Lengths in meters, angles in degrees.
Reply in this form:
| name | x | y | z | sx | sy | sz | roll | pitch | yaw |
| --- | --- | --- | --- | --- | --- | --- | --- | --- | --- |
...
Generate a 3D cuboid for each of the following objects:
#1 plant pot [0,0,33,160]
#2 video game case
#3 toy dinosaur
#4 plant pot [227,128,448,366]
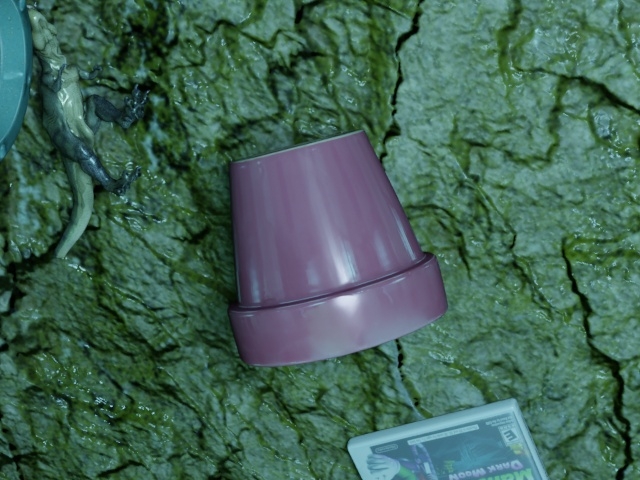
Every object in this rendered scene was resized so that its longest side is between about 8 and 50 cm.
| name | x | y | z | sx | sy | sz | roll | pitch | yaw |
| --- | --- | --- | --- | --- | --- | --- | --- | --- | --- |
| plant pot | -0.371 | -0.157 | 1.004 | 0.196 | 0.293 | 0.293 | 7 | 116 | 8 |
| video game case | 0.147 | 0.264 | 1.236 | 0.190 | 0.022 | 0.173 | -18 | 110 | 20 |
| toy dinosaur | -0.226 | -0.100 | 1.126 | 0.118 | 0.064 | 0.268 | 10 | 117 | 27 |
| plant pot | 0.000 | 0.000 | 1.060 | 0.201 | 0.201 | 0.180 | -13 | 96 | 18 |
